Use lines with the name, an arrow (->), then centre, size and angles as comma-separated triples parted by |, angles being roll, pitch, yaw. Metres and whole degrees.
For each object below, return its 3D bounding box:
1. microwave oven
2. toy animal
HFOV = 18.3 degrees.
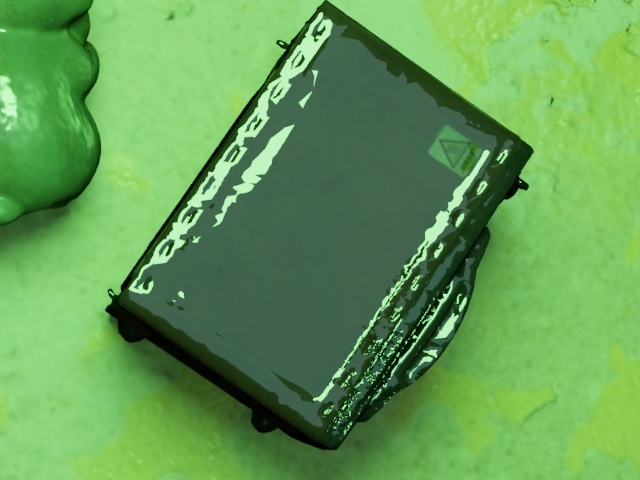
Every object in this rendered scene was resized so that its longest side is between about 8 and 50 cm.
microwave oven -> -0.001, -0.001, 1.295 | 0.188, 0.178, 0.247 | 34, 82, -8
toy animal -> -0.196, -0.142, 1.265 | 0.125, 0.127, 0.251 | -11, 110, -34
